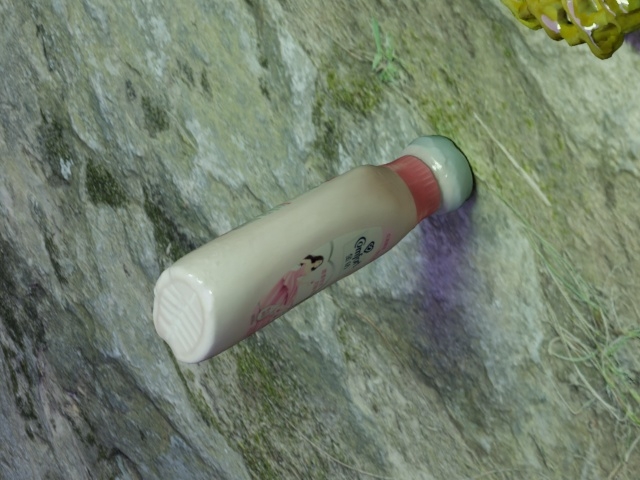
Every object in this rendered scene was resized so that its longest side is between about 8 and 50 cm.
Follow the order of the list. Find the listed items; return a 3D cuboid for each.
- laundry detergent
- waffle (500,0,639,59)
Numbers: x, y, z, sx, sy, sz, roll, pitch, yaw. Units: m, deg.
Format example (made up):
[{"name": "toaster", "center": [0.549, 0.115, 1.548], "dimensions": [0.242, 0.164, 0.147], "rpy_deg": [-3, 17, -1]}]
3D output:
[{"name": "laundry detergent", "center": [0.000, 0.000, 1.848], "dimensions": [0.088, 0.335, 0.159], "rpy_deg": [54, 149, 12]}, {"name": "waffle", "center": [0.180, -0.281, 1.596], "dimensions": [0.291, 0.051, 0.291], "rpy_deg": [37, 141, 37]}]
